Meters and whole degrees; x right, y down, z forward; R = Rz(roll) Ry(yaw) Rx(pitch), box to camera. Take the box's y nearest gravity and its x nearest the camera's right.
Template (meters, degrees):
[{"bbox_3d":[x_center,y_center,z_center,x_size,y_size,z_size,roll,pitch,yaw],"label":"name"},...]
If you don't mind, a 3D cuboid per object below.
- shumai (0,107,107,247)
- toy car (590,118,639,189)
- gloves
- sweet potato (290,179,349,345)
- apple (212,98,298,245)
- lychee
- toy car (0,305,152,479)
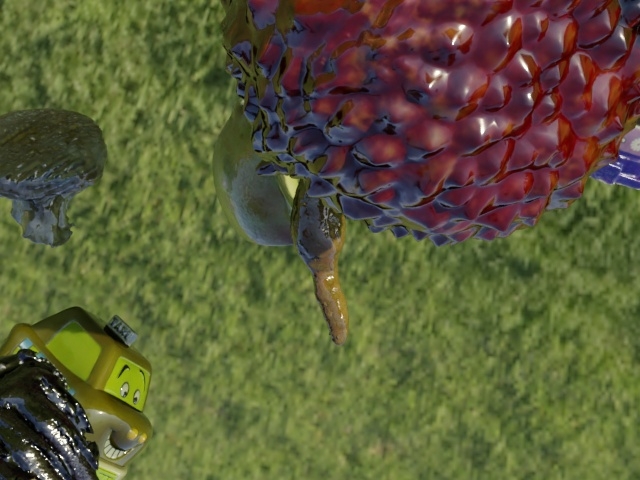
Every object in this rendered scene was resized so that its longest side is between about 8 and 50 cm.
[{"bbox_3d":[-0.407,-0.090,1.833,0.161,0.209,0.153,34,137,30],"label":"shumai"},{"bbox_3d":[0.356,-0.189,1.595,0.172,0.235,0.158,20,132,-8],"label":"toy car"},{"bbox_3d":[-0.258,0.184,1.111,0.180,0.129,0.106,32,138,52],"label":"gloves"},{"bbox_3d":[-0.001,0.002,1.651,0.074,0.270,0.075,-6,-175,0],"label":"sweet potato"},{"bbox_3d":[-0.101,-0.103,1.827,0.120,0.265,0.193,-22,115,3],"label":"apple"},{"bbox_3d":[0.103,-0.192,1.210,0.424,0.425,0.500,28,132,-21],"label":"lychee"},{"bbox_3d":[-0.313,0.189,1.663,0.248,0.198,0.204,39,177,34],"label":"toy car"}]
